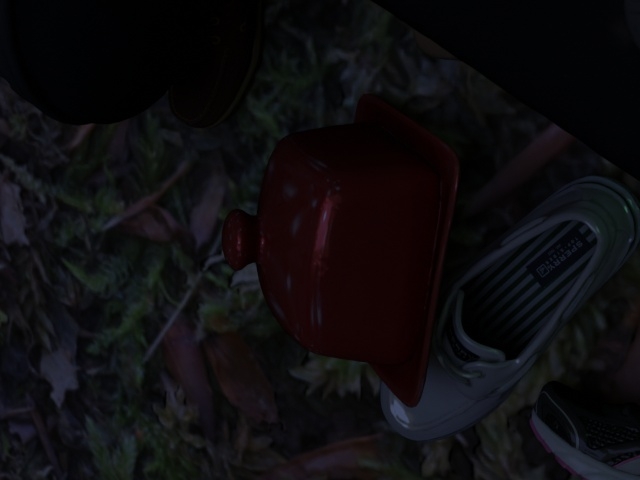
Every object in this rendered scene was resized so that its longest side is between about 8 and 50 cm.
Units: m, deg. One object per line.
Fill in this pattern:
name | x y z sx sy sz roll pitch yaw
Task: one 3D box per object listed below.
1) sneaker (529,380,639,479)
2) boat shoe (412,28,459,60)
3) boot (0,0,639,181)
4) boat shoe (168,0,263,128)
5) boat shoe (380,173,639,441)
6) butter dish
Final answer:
sneaker | 0.211 0.115 0.608 0.178 0.072 0.077 24 103 16
boat shoe | 0.089 -0.257 0.542 0.110 0.122 0.341 9 108 29
boot | 0.042 -0.119 0.500 0.445 0.146 0.367 31 134 19
boat shoe | -0.071 -0.156 0.706 0.064 0.060 0.178 31 117 22
boat shoe | 0.096 0.047 0.646 0.083 0.076 0.226 44 121 15
butter dish | 0.000 0.000 0.638 0.160 0.118 0.160 -130 45 -63
